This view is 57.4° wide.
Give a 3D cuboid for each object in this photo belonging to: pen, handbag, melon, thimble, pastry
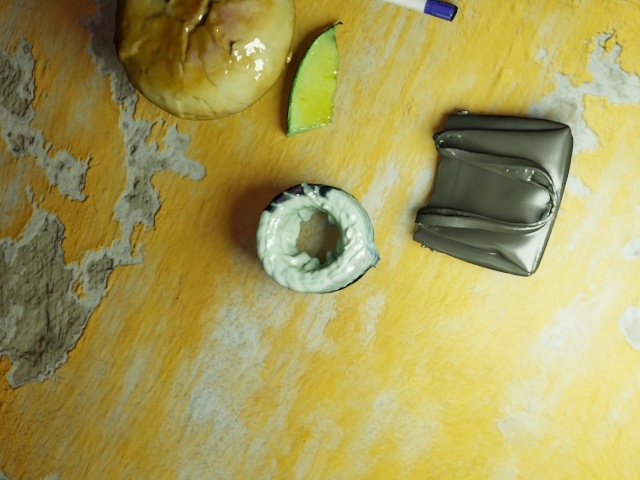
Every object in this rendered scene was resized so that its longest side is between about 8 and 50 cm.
[{"bbox_3d":[0.149,-0.500,1.192,0.269,0.033,0.033,25,96,17],"label":"pen"},{"bbox_3d":[0.315,-0.094,1.089,0.256,0.113,0.286,16,94,26],"label":"handbag"},{"bbox_3d":[-0.005,-0.339,1.233,0.113,0.053,0.262,18,94,11],"label":"melon"},{"bbox_3d":[0.000,0.000,1.169,0.237,0.150,0.238,0,89,17],"label":"thimble"},{"bbox_3d":[-0.235,-0.447,1.209,0.409,0.245,0.410,-1,87,16],"label":"pastry"}]
